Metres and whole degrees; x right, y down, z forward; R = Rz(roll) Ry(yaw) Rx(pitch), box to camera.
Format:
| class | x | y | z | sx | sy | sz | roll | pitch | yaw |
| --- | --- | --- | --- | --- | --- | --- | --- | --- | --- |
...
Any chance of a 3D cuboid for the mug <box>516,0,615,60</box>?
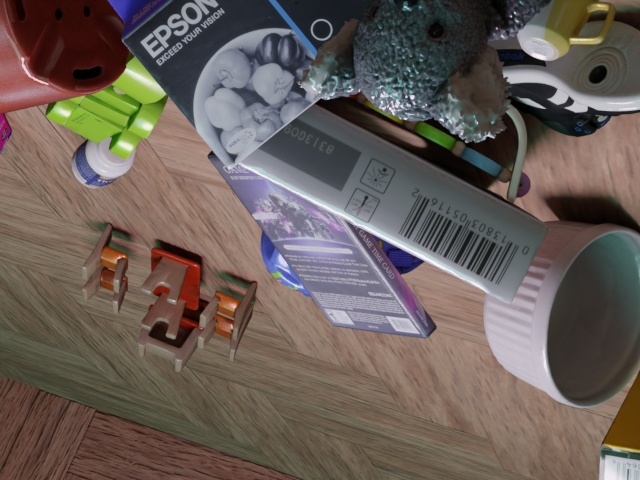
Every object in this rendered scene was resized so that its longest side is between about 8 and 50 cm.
| class | x | y | z | sx | sy | sz | roll | pitch | yaw |
| --- | --- | --- | --- | --- | --- | --- | --- | --- | --- |
| mug | 0.202 | -0.191 | 1.409 | 0.062 | 0.064 | 0.078 | 34 | 159 | -25 |

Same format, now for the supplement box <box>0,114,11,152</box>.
| class | x | y | z | sx | sy | sz | roll | pitch | yaw |
| --- | --- | --- | --- | --- | --- | --- | --- | --- | --- |
| supplement box | -0.512 | -0.164 | 2.250 | 0.114 | 0.111 | 0.220 | 20 | 161 | 9 |

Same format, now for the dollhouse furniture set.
| class | x | y | z | sx | sy | sz | roll | pitch | yaw |
| --- | --- | --- | --- | --- | --- | --- | --- | --- | --- |
| dollhouse furniture set | -0.234 | 0.089 | 2.648 | 0.262 | 0.135 | 0.259 | 21 | 150 | 6 |

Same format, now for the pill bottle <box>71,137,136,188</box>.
| class | x | y | z | sx | sy | sz | roll | pitch | yaw |
| --- | --- | --- | --- | --- | --- | --- | --- | --- | --- |
| pill bottle | -0.285 | -0.112 | 2.192 | 0.067 | 0.067 | 0.120 | 29 | 161 | -16 |

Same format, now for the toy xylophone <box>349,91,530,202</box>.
| class | x | y | z | sx | sy | sz | roll | pitch | yaw |
| --- | --- | --- | --- | --- | --- | --- | --- | --- | --- |
| toy xylophone | 0.065 | -0.143 | 1.552 | 0.323 | 0.081 | 0.236 | 29 | -175 | 13 |

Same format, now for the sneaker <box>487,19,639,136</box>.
| class | x | y | z | sx | sy | sz | roll | pitch | yaw |
| --- | --- | --- | --- | --- | --- | --- | --- | --- | --- |
| sneaker | 0.251 | -0.138 | 1.482 | 0.121 | 0.079 | 0.217 | 35 | 170 | -40 |

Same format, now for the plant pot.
| class | x | y | z | sx | sy | sz | roll | pitch | yaw |
| --- | --- | --- | --- | --- | --- | --- | --- | --- | --- |
| plant pot | -0.340 | -0.238 | 1.661 | 0.265 | 0.272 | 0.272 | -2 | 150 | 35 |

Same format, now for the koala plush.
| class | x | y | z | sx | sy | sz | roll | pitch | yaw |
| --- | --- | --- | --- | --- | --- | --- | --- | --- | --- |
| koala plush | 0.097 | -0.186 | 1.302 | 0.196 | 0.221 | 0.203 | 16 | 160 | 19 |

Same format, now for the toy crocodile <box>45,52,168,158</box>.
| class | x | y | z | sx | sy | sz | roll | pitch | yaw |
| --- | --- | --- | --- | --- | --- | --- | --- | --- | --- |
| toy crocodile | -0.244 | -0.177 | 1.942 | 0.115 | 0.105 | 0.340 | 27 | 166 | -13 |

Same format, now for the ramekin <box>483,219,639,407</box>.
| class | x | y | z | sx | sy | sz | roll | pitch | yaw |
| --- | --- | --- | --- | --- | --- | --- | --- | --- | --- |
| ramekin | 0.276 | 0.074 | 1.840 | 0.109 | 0.207 | 0.207 | 18 | 163 | 45 |

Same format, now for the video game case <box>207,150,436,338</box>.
| class | x | y | z | sx | sy | sz | roll | pitch | yaw |
| --- | --- | --- | --- | --- | --- | --- | --- | --- | --- |
| video game case | 0.000 | 0.000 | 1.893 | 0.196 | 0.026 | 0.274 | 3 | 134 | 57 |

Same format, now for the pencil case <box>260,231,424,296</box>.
| class | x | y | z | sx | sy | sz | roll | pitch | yaw |
| --- | --- | --- | --- | --- | --- | --- | --- | --- | --- |
| pencil case | 0.035 | -0.004 | 2.013 | 0.119 | 0.133 | 0.306 | 11 | 168 | -24 |

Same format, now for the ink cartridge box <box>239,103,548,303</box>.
| class | x | y | z | sx | sy | sz | roll | pitch | yaw |
| --- | --- | --- | --- | --- | --- | --- | --- | --- | --- |
| ink cartridge box | 0.048 | -0.066 | 1.688 | 0.308 | 0.091 | 0.385 | 26 | -177 | -6 |

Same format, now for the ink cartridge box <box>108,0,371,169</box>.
| class | x | y | z | sx | sy | sz | roll | pitch | yaw |
| --- | --- | --- | --- | --- | --- | --- | --- | --- | --- |
| ink cartridge box | -0.064 | -0.202 | 1.423 | 0.208 | 0.206 | 0.045 | 50 | -161 | -8 |

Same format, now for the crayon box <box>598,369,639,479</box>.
| class | x | y | z | sx | sy | sz | roll | pitch | yaw |
| --- | --- | --- | --- | --- | --- | --- | --- | --- | --- |
| crayon box | 0.505 | 0.214 | 1.730 | 0.363 | 0.313 | 0.106 | 8 | 113 | 22 |
